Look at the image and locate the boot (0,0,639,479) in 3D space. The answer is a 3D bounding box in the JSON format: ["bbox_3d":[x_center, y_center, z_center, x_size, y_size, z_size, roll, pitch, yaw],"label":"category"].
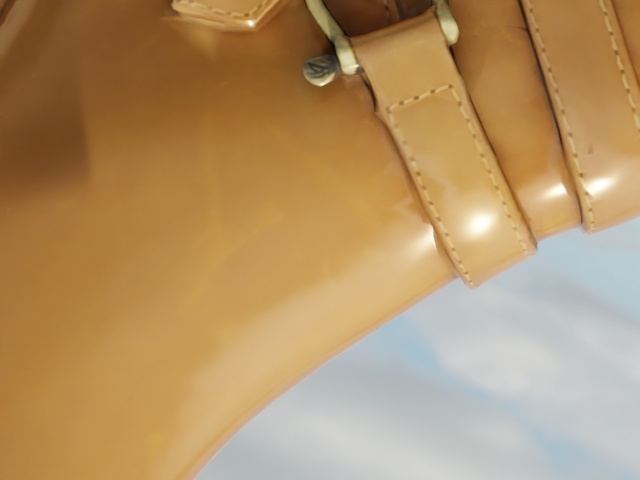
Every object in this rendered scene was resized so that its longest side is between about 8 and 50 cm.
[{"bbox_3d":[0.000,0.000,0.370,0.220,0.283,0.109,-7,149,4],"label":"boot"}]
